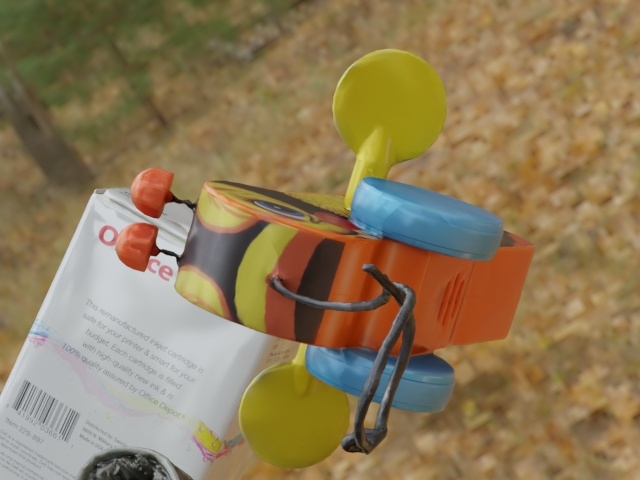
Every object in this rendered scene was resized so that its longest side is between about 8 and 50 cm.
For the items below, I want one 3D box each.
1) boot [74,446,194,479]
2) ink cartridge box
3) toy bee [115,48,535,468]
[{"bbox_3d":[-0.032,0.166,0.843,0.076,0.208,0.189,-55,24,-9],"label":"boot"},{"bbox_3d":[-0.111,0.090,1.273,0.212,0.154,0.093,-65,-17,13],"label":"ink cartridge box"},{"bbox_3d":[0.000,0.000,0.891,0.298,0.162,0.195,60,-129,-72],"label":"toy bee"}]
